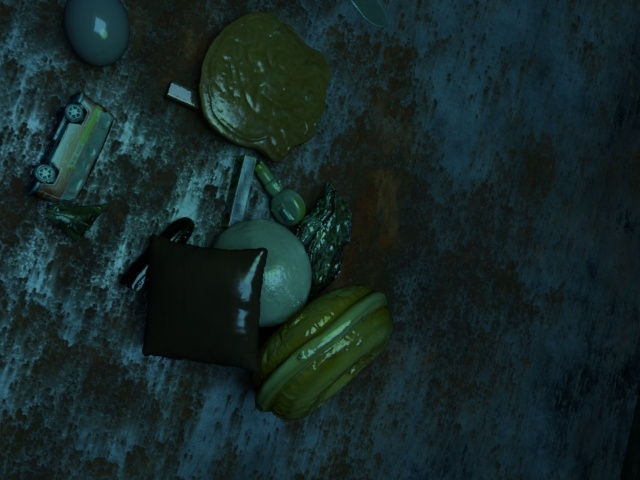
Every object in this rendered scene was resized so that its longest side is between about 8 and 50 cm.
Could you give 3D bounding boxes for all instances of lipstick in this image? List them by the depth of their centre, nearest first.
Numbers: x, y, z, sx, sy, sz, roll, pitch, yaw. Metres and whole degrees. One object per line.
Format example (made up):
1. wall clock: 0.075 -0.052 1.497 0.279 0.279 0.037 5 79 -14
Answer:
1. lipstick: -0.329 -0.363 1.617 0.145 0.045 0.045 20 85 -26

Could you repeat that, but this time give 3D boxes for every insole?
1. insole: 0.116 -0.725 1.852 0.232 0.003 0.080 36 76 -23

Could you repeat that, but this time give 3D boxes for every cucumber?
1. cucumber: -0.404 0.034 1.577 0.074 0.074 0.241 44 72 -21

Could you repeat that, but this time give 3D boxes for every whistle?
1. whistle: -0.119 -0.127 1.706 0.198 0.104 0.057 54 44 -5

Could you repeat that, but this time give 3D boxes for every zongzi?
1. zongzi: -0.586 -0.073 1.487 0.119 0.055 0.109 -55 128 -16

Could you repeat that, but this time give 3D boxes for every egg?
1. egg: -0.524 -0.509 1.459 0.147 0.146 0.198 -2 86 -27

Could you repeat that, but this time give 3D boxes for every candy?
1. candy: -0.159 0.085 1.595 0.296 0.185 0.295 1 94 15

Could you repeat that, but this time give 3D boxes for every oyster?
1. oyster: 0.001 -0.005 1.752 0.158 0.162 0.350 11 75 12

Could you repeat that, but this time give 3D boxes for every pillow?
1. pillow: -0.279 0.151 1.487 0.308 0.108 0.305 7 97 13

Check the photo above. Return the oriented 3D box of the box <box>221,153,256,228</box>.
1. box: -0.220 -0.129 1.676 0.041 0.050 0.207 14 85 -30

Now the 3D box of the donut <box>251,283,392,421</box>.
1. donut: 0.006 0.288 1.620 0.449 0.449 0.198 -36 73 -21

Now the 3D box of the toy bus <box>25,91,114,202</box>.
1. toy bus: -0.587 -0.208 1.458 0.120 0.121 0.264 27 79 -34

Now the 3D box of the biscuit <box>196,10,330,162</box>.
1. biscuit: -0.144 -0.413 1.670 0.365 0.062 0.385 31 71 -28
